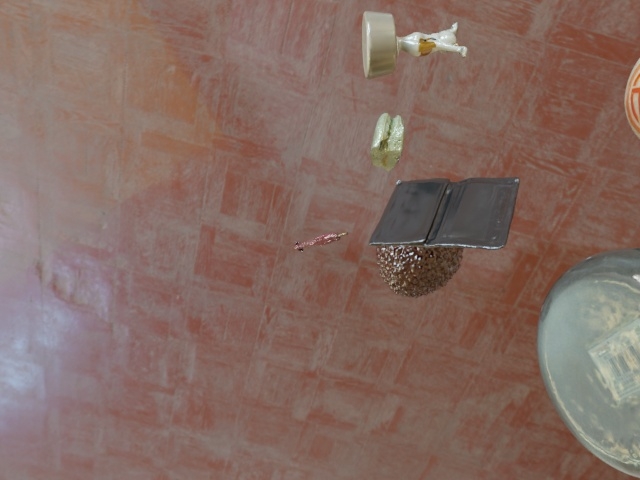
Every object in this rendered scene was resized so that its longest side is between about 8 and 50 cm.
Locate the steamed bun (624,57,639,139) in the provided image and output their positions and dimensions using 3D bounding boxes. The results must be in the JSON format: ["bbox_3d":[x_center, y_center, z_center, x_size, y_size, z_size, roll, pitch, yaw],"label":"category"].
[{"bbox_3d":[0.724,-0.288,1.060,0.177,0.283,0.283,-11,122,-16],"label":"steamed bun"}]

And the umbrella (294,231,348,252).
[{"bbox_3d":[0.000,0.000,1.294,0.165,0.025,0.027,-15,147,37],"label":"umbrella"}]

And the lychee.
[{"bbox_3d":[0.298,0.031,1.627,0.264,0.300,0.264,16,145,11],"label":"lychee"}]

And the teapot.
[{"bbox_3d":[0.413,0.077,0.556,0.285,0.223,0.305,-3,116,-22],"label":"teapot"}]

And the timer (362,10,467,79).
[{"bbox_3d":[0.251,-0.532,1.462,0.266,0.175,0.175,-3,120,1],"label":"timer"}]

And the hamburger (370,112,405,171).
[{"bbox_3d":[0.119,-0.178,0.947,0.054,0.121,0.084,7,77,7],"label":"hamburger"}]

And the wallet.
[{"bbox_3d":[0.295,-0.070,1.289,0.323,0.247,0.041,3,135,31],"label":"wallet"}]
